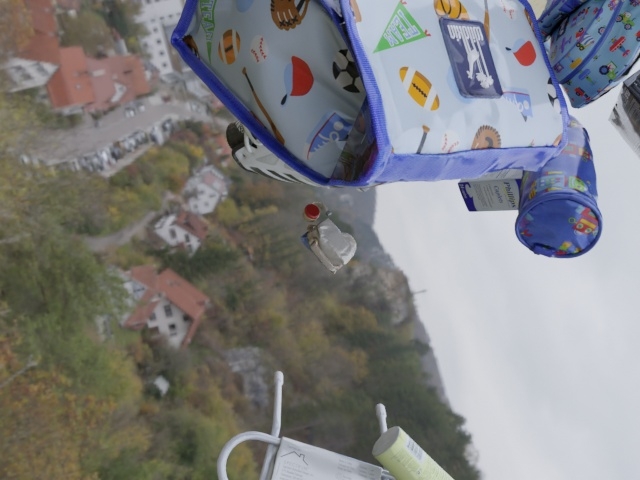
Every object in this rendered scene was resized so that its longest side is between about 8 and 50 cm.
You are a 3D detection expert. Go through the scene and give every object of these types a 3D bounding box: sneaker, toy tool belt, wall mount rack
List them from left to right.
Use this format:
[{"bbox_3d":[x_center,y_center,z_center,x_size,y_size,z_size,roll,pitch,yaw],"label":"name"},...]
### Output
[{"bbox_3d":[-0.086,-0.211,1.282,0.447,0.257,0.169,51,43,-57],"label":"sneaker"},{"bbox_3d":[0.000,0.000,0.868,0.083,0.052,0.051,50,-38,1],"label":"toy tool belt"},{"bbox_3d":[0.001,0.372,1.209,0.130,0.350,0.304,124,-16,-58],"label":"wall mount rack"}]

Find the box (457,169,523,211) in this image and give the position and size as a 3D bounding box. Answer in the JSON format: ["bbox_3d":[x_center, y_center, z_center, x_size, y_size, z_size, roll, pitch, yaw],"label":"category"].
[{"bbox_3d":[0.354,-0.117,1.372,0.126,0.137,0.072,-46,121,-36],"label":"box"}]

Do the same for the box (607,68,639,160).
[{"bbox_3d":[0.595,-0.160,1.212,0.242,0.076,0.307,57,13,12],"label":"box"}]

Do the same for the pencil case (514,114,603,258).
[{"bbox_3d":[0.370,-0.088,1.142,0.306,0.119,0.133,-65,173,-54],"label":"pencil case"}]

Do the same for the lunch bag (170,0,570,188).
[{"bbox_3d":[0.069,-0.213,0.844,0.385,0.328,0.239,52,-46,32],"label":"lunch bag"}]

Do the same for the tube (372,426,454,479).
[{"bbox_3d":[0.182,0.400,1.153,0.240,0.070,0.062,45,6,-8],"label":"tube"}]

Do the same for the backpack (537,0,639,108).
[{"bbox_3d":[0.326,-0.253,0.862,0.173,0.117,0.158,-61,-176,-14],"label":"backpack"}]

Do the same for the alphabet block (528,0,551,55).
[{"bbox_3d":[0.463,-0.532,1.527,0.192,0.197,0.193,35,12,-27],"label":"alphabet block"}]
